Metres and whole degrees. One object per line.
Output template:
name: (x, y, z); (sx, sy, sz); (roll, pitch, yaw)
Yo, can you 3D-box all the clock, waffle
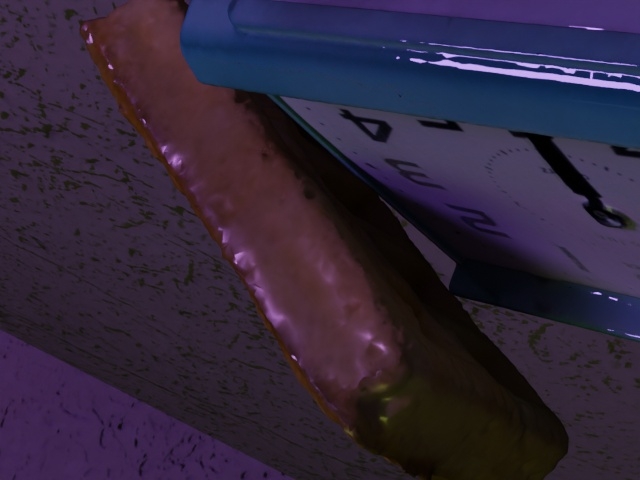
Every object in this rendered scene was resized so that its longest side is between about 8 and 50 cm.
clock: (0.117, -0.047, 0.602); (0.262, 0.116, 0.231); (14, 162, 43)
waffle: (0.000, 0.000, 0.755); (0.274, 0.057, 0.168); (55, -169, 34)
